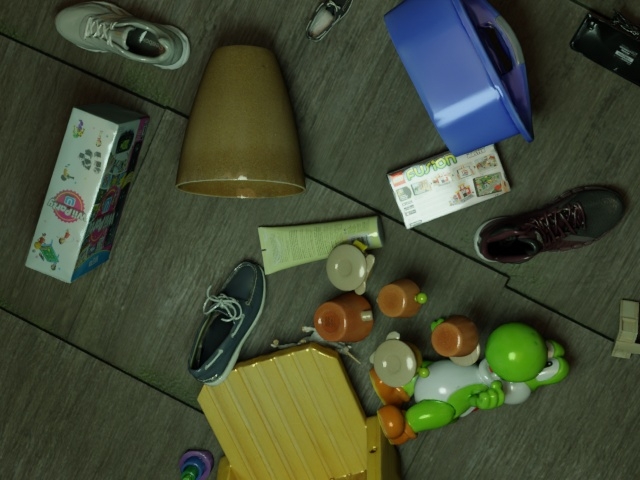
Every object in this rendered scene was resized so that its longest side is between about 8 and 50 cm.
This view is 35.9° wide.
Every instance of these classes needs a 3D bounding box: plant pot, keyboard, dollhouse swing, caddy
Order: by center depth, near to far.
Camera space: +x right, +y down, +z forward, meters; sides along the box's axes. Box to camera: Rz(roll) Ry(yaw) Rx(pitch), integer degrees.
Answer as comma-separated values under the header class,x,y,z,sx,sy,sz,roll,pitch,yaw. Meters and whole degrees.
class,x,y,z,sx,sy,sz,roll,pitch,yaw
caddy,0.257,-0.307,1.704,0.179,0.241,0.341,-26,92,18
keyboard,0.552,-0.345,1.768,0.192,0.038,0.100,30,125,2
plant pot,-0.142,-0.216,1.803,0.237,0.237,0.255,0,84,8
dollhouse swing,-0.062,0.421,1.829,0.346,0.315,0.305,-17,125,15

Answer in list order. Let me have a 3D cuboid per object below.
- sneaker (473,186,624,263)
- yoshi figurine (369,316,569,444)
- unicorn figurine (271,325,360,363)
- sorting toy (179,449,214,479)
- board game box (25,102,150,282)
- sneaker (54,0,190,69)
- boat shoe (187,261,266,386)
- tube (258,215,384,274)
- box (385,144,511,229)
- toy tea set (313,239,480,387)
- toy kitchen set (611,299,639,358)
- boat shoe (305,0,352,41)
class,x,y,z,sx,sy,sz,roll,pitch,yaw
sneaker,0.414,-0.011,1.767,0.281,0.162,0.107,-20,96,11
yoshi figurine,0.271,0.241,1.818,0.362,0.203,0.204,-18,89,8
unicorn figurine,-0.019,0.205,1.909,0.161,0.111,0.060,-9,69,30
sorting toy,-0.227,0.606,1.979,0.127,0.126,0.366,-10,98,10
board game box,-0.429,-0.096,1.846,0.097,0.224,0.304,21,102,2
sneaker,-0.379,-0.389,1.843,0.262,0.121,0.099,13,100,6
boat shoe,-0.182,0.148,1.874,0.095,0.079,0.255,17,72,30
tube,0.000,0.000,1.887,0.240,0.070,0.062,-10,138,13
box,0.238,-0.109,1.842,0.206,0.036,0.114,-20,96,11
toy tea set,0.139,0.148,1.813,0.336,0.124,0.200,34,109,27
toy kitchen set,0.584,0.169,1.840,0.068,0.075,0.083,9,140,10
boat shoe,0.016,-0.421,1.822,0.046,0.038,0.125,43,102,0
